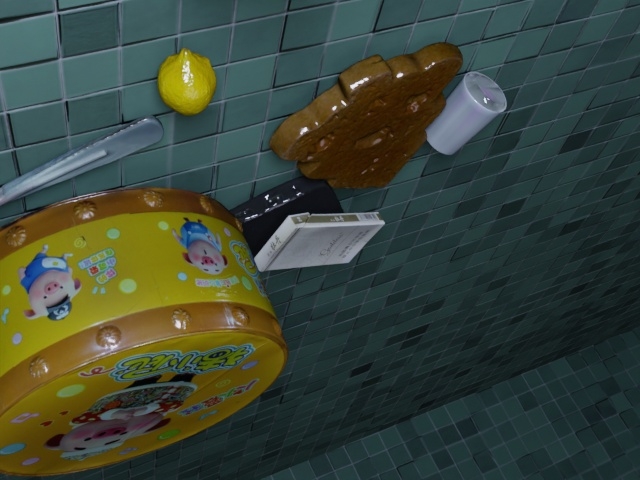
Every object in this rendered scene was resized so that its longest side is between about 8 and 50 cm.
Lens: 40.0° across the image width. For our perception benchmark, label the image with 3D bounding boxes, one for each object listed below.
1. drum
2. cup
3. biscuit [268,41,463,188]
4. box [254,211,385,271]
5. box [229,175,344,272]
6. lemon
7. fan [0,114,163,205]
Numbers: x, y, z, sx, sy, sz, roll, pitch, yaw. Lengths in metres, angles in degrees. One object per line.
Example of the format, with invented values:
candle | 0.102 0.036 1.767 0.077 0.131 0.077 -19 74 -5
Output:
drum | -0.264 0.130 1.170 0.431 0.214 0.431 -19 154 -10
cup | 0.215 -0.188 1.279 0.104 0.074 0.116 -43 176 -46
biscuit | 0.063 -0.152 1.214 0.278 0.043 0.301 -26 156 -8
box | 0.000 0.000 1.354 0.198 0.029 0.109 -3 144 -45
box | -0.068 -0.016 1.342 0.213 0.042 0.201 -27 155 1
lemon | -0.145 -0.172 0.954 0.065 0.065 0.092 -19 153 -17
fan | -0.312 -0.074 1.021 0.282 0.023 0.057 -26 163 -3
